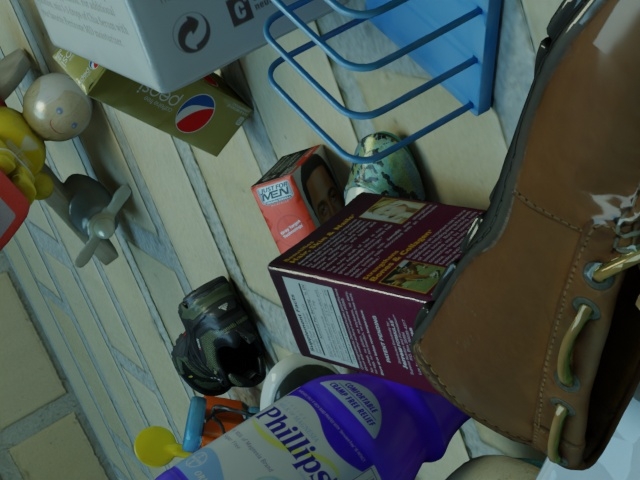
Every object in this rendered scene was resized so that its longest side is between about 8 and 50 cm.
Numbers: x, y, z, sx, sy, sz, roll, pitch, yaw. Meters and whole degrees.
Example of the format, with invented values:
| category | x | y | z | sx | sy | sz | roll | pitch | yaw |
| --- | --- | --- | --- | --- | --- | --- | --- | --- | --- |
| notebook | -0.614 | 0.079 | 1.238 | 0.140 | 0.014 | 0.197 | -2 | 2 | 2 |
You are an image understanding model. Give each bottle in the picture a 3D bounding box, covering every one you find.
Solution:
| category | x | y | z | sx | sy | sz | roll | pitch | yaw |
| --- | --- | --- | --- | --- | --- | --- | --- | --- | --- |
| bottle | 0.009 | 0.163 | 0.967 | 0.118 | 0.283 | 0.092 | 44 | 155 | 39 |

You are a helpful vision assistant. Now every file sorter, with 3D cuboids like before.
| category | x | y | z | sx | sy | sz | roll | pitch | yaw |
| --- | --- | --- | --- | --- | --- | --- | --- | --- | --- |
| file sorter | 0.029 | -0.148 | 0.754 | 0.118 | 0.104 | 0.170 | 48 | 157 | 31 |

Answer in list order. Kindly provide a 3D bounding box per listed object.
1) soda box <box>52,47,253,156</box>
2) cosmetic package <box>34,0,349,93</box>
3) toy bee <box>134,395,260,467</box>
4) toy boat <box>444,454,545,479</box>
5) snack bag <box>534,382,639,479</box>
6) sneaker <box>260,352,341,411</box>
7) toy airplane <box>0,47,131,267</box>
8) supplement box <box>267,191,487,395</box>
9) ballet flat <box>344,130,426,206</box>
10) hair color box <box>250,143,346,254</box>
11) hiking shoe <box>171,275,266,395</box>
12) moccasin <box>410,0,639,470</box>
| category | x | y | z | sx | sy | sz | roll | pitch | yaw |
| --- | --- | --- | --- | --- | --- | --- | --- | --- | --- |
| soda box | -0.141 | -0.135 | 1.104 | 0.061 | 0.058 | 0.181 | 46 | -167 | 32 |
| cosmetic package | -0.159 | -0.346 | 0.840 | 0.230 | 0.161 | 0.453 | 29 | 144 | 55 |
| toy bee | -0.140 | 0.275 | 1.589 | 0.195 | 0.162 | 0.298 | 10 | 174 | 14 |
| toy boat | 0.197 | 0.298 | 0.954 | 0.267 | 0.148 | 0.318 | 23 | 131 | 51 |
| snack bag | 0.239 | 0.232 | 0.702 | 0.342 | 0.037 | 0.323 | 44 | 135 | 28 |
| sneaker | 0.041 | 0.238 | 1.274 | 0.147 | 0.104 | 0.295 | 33 | 153 | 47 |
| toy airplane | -0.407 | -0.142 | 1.649 | 0.384 | 0.272 | 0.386 | 68 | -162 | 9 |
| supplement box | 0.072 | 0.035 | 0.842 | 0.188 | 0.104 | 0.080 | 11 | 129 | 45 |
| ballet flat | 0.045 | 0.002 | 0.977 | 0.070 | 0.070 | 0.188 | 44 | 156 | 37 |
| hair color box | 0.000 | 0.000 | 1.062 | 0.043 | 0.072 | 0.141 | -16 | 108 | 28 |
| hiking shoe | -0.118 | 0.145 | 1.531 | 0.114 | 0.086 | 0.227 | 52 | 159 | 26 |
| moccasin | 0.152 | -0.022 | 0.552 | 0.147 | 0.139 | 0.380 | 41 | 136 | 19 |
